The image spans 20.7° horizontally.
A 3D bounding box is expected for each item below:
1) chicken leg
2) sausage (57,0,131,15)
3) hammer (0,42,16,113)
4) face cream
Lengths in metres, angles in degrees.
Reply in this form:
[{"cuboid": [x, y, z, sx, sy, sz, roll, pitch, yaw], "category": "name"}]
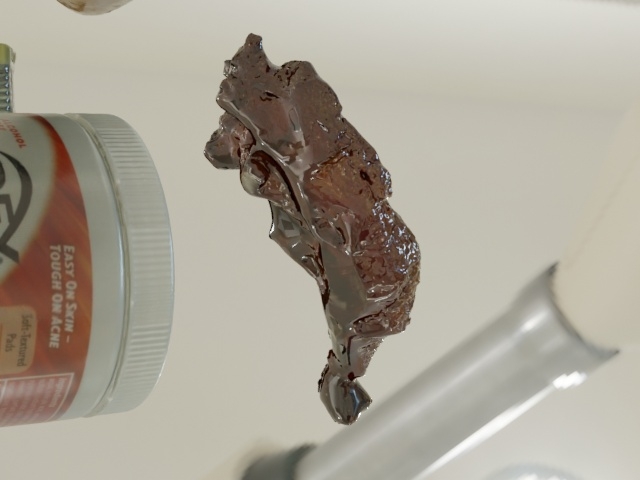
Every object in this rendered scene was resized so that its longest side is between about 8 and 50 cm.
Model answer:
[{"cuboid": [0.005, -0.002, 0.821, 0.048, 0.089, 0.219, -51, -51, -37], "category": "chicken leg"}, {"cuboid": [-0.106, -0.296, 1.170, 0.123, 0.501, 0.136, 3, -120, -21], "category": "sausage"}, {"cuboid": [-0.304, -0.076, 1.667, 0.041, 0.159, 0.226, -5, -97, -4], "category": "hammer"}, {"cuboid": [-0.215, 0.019, 1.108, 0.187, 0.201, 0.201, -3, -121, -29], "category": "face cream"}]
